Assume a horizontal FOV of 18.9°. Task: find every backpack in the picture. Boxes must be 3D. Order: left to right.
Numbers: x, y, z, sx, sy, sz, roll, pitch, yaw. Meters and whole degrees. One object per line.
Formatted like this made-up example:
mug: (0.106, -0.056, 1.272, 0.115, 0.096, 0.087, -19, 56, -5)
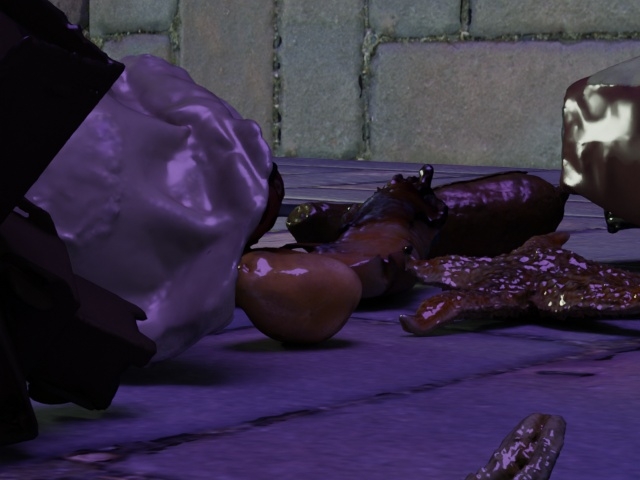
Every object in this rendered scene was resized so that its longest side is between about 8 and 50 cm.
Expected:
backpack: (0.392, -0.069, 1.581, 0.317, 0.197, 0.283, 4, 2, -32)

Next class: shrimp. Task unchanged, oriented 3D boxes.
shrimp: (0.000, 0.008, 1.430, 0.178, 0.075, 0.289, -1, 18, 13)

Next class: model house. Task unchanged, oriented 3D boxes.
model house: (-0.167, -0.012, 0.851, 0.243, 0.204, 0.211, 31, 19, -32)

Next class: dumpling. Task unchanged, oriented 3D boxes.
dumpling: (-0.133, -0.030, 1.064, 0.258, 0.193, 0.147, 18, -27, 31)

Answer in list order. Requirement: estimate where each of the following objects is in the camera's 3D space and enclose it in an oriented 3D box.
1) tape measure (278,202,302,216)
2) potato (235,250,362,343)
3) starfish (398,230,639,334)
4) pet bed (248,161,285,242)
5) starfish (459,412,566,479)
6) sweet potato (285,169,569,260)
tape measure: (-0.072, -0.032, 1.724, 0.330, 0.084, 0.164, -6, 12, -41)
potato: (-0.017, 0.031, 1.138, 0.083, 0.062, 0.068, 29, -39, -28)
starfish: (0.170, 0.027, 1.285, 0.231, 0.048, 0.295, 2, 8, 22)
pet bed: (-0.118, -0.012, 1.400, 0.201, 0.053, 0.201, -17, 15, 5)
starfish: (-0.009, 0.094, 0.506, 0.223, 0.050, 0.217, -10, 3, 42)
sweet potato: (0.089, -0.013, 1.604, 0.273, 0.075, 0.075, -6, 8, -28)
